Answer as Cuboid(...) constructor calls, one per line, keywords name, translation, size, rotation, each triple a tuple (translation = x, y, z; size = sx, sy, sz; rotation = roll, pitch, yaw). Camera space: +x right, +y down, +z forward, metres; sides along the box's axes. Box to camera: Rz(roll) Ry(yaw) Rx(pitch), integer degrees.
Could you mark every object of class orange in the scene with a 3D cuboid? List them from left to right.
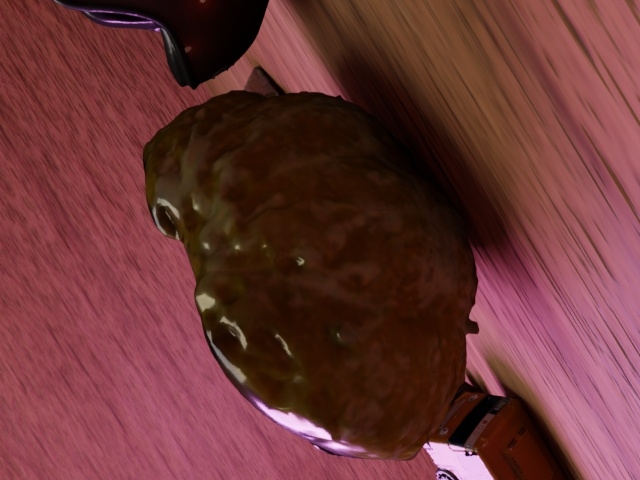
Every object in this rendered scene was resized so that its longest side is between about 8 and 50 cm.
Cuboid(name="orange", translation=(0.000, 0.000, 0.525), size=(0.368, 0.210, 0.271), rotation=(57, -164, 27))

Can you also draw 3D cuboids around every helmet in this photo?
Cuboid(name="helmet", translation=(-0.141, -0.245, 0.545), size=(0.216, 0.193, 0.189), rotation=(64, 176, -18))

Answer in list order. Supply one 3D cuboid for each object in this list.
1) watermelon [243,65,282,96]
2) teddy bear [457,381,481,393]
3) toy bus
Cuboid(name="watermelon", translation=(-0.091, -0.172, 0.975), size=(0.202, 0.136, 0.207), rotation=(52, 160, 5))
Cuboid(name="teddy bear", translation=(0.212, 0.259, 0.830), size=(0.119, 0.078, 0.160), rotation=(57, 175, -37))
Cuboid(name="toy bus", translation=(0.212, 0.275, 0.693), size=(0.201, 0.098, 0.114), rotation=(58, 147, -5))
